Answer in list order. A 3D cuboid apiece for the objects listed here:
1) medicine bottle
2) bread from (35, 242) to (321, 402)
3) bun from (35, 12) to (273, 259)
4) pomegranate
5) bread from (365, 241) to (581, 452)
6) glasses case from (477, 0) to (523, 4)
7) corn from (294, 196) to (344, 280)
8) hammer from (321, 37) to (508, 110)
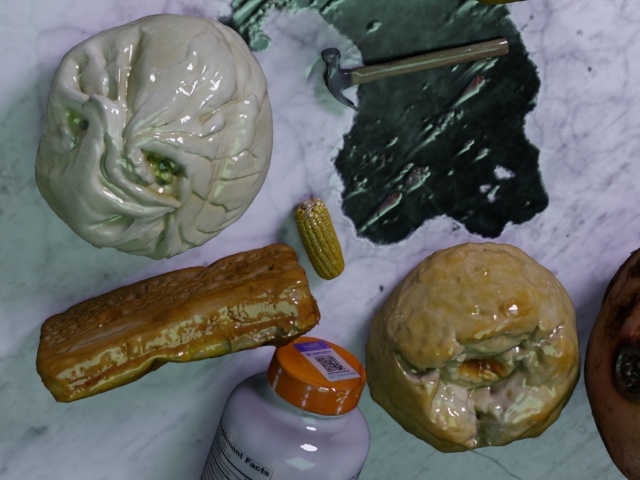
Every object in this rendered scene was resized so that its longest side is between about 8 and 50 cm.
[{"bbox_3d":[-0.042,0.244,1.295,0.157,0.157,0.288,11,115,-19],"label":"medicine bottle"},{"bbox_3d":[-0.137,0.084,1.194,0.271,0.139,0.077,-17,112,-6],"label":"bread"},{"bbox_3d":[-0.144,-0.086,1.094,0.229,0.145,0.229,-5,117,-10],"label":"bun"},{"bbox_3d":[0.420,0.131,1.257,0.322,0.322,0.322,-6,120,-10],"label":"pomegranate"},{"bbox_3d":[0.169,0.127,1.294,0.244,0.134,0.244,-4,119,-8],"label":"bread"},{"bbox_3d":[0.156,-0.367,0.985,0.141,0.173,0.371,-11,121,-11],"label":"glasses case"},{"bbox_3d":[0.000,0.000,1.238,0.037,0.037,0.092,-21,125,-1],"label":"corn"},{"bbox_3d":[0.092,-0.166,1.177,0.182,0.017,0.062,-11,121,-8],"label":"hammer"}]
